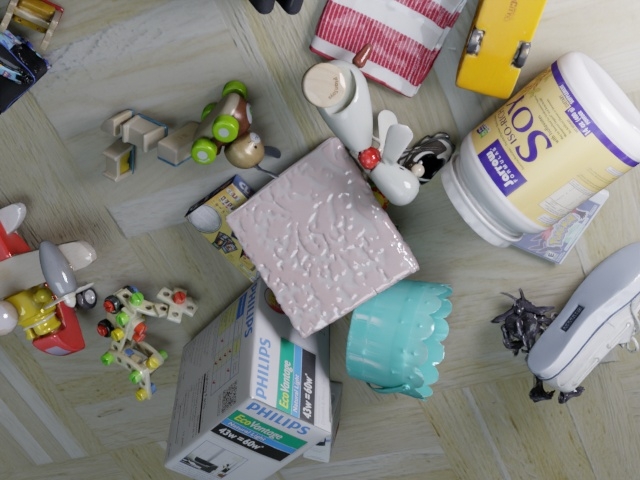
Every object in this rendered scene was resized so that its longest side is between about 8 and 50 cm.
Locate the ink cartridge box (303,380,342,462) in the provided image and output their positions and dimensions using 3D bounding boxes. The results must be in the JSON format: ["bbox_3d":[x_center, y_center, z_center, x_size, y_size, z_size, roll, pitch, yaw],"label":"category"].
[{"bbox_3d":[0.006,0.469,2.209,0.072,0.127,0.175,10,126,9],"label":"ink cartridge box"}]

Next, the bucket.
[{"bbox_3d":[0.179,0.212,1.898,0.183,0.281,0.281,11,128,17],"label":"bucket"}]

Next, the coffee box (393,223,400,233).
[{"bbox_3d":[0.087,-0.002,1.878,0.184,0.040,0.113,4,155,12],"label":"coffee box"}]

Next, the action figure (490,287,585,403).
[{"bbox_3d":[0.491,0.227,1.917,0.164,0.141,0.276,-18,93,34],"label":"action figure"}]

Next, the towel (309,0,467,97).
[{"bbox_3d":[0.140,-0.444,1.576,0.237,0.037,0.329,25,127,-4],"label":"towel"}]

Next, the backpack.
[{"bbox_3d":[-0.681,-0.376,1.770,0.158,0.117,0.173,-31,113,30],"label":"backpack"}]

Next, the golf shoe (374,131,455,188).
[{"bbox_3d":[0.184,-0.149,1.742,0.198,0.094,0.077,-33,114,32],"label":"golf shoe"}]

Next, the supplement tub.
[{"bbox_3d":[0.414,-0.161,1.574,0.241,0.241,0.331,41,120,-16],"label":"supplement tub"}]

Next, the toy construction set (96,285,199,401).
[{"bbox_3d":[-0.449,0.234,2.134,0.215,0.151,0.328,41,120,14],"label":"toy construction set"}]

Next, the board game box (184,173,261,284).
[{"bbox_3d":[-0.170,-0.019,1.952,0.165,0.042,0.243,-31,113,30],"label":"board game box"}]

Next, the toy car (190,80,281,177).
[{"bbox_3d":[-0.154,-0.206,1.754,0.188,0.155,0.149,34,126,-23],"label":"toy car"}]

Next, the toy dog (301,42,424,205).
[{"bbox_3d":[0.100,-0.242,1.634,0.161,0.220,0.334,-39,123,6],"label":"toy dog"}]

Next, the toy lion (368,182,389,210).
[{"bbox_3d":[0.099,-0.085,1.850,0.100,0.034,0.096,18,120,0],"label":"toy lion"}]

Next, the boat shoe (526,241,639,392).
[{"bbox_3d":[0.613,0.179,1.792,0.156,0.136,0.367,38,92,-21],"label":"boat shoe"}]

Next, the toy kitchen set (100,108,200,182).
[{"bbox_3d":[-0.362,-0.189,1.853,0.207,0.122,0.166,26,130,20],"label":"toy kitchen set"}]

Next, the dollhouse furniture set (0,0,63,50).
[{"bbox_3d":[-0.665,-0.562,1.642,0.374,0.152,0.201,22,129,-25],"label":"dollhouse furniture set"}]

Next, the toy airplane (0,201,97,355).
[{"bbox_3d":[-0.739,0.107,2.036,0.384,0.272,0.386,21,128,-1],"label":"toy airplane"}]

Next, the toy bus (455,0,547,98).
[{"bbox_3d":[0.335,-0.416,1.489,0.108,0.130,0.333,16,127,3],"label":"toy bus"}]

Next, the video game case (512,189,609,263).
[{"bbox_3d":[0.473,-0.058,1.781,0.183,0.023,0.201,22,127,-3],"label":"video game case"}]

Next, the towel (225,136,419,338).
[{"bbox_3d":[0.000,0.000,1.809,0.317,0.053,0.332,-35,85,21],"label":"towel"}]

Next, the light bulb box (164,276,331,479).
[{"bbox_3d":[-0.166,0.347,2.002,0.225,0.358,0.361,29,129,-26],"label":"light bulb box"}]

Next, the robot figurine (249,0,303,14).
[{"bbox_3d":[-0.059,-0.535,1.469,0.173,0.209,0.278,27,128,10],"label":"robot figurine"}]
